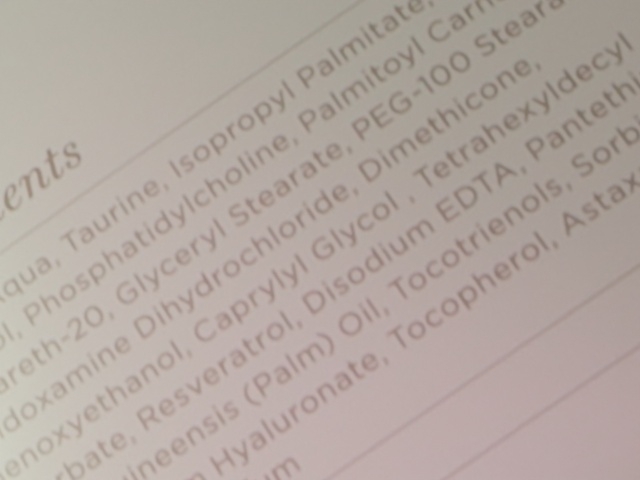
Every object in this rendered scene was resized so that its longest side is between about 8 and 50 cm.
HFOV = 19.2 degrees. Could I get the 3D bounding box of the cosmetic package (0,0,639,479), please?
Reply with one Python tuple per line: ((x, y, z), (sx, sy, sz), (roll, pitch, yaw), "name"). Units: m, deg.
((0.000, 0.000, 0.747), (0.327, 0.329, 0.394), (-35, 72, 2), "cosmetic package")
